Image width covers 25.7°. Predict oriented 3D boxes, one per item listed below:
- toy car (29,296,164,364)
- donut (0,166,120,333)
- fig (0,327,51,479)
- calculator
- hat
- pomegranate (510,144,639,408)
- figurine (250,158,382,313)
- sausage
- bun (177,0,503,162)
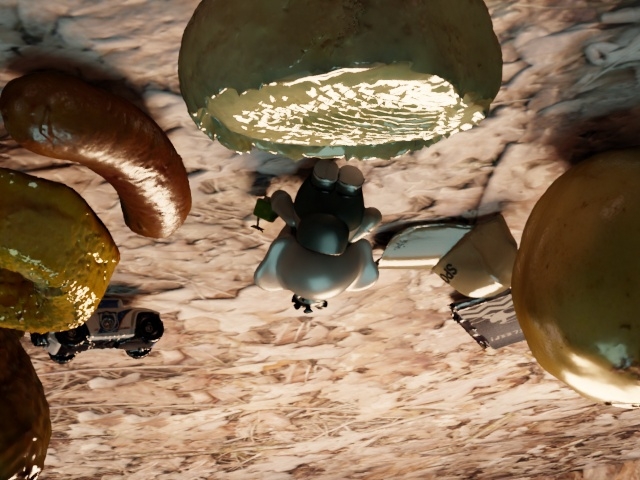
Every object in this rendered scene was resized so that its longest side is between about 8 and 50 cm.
[{"bbox_3d":[-0.290,0.115,1.816,0.171,0.070,0.080,-1,158,-22],"label":"toy car"},{"bbox_3d":[-0.324,0.000,1.410,0.253,0.118,0.253,12,150,7],"label":"donut"},{"bbox_3d":[-0.405,0.145,1.578,0.286,0.368,0.286,13,133,14],"label":"fig"},{"bbox_3d":[0.294,0.112,2.085,0.166,0.028,0.274,-17,159,13],"label":"calculator"},{"bbox_3d":[0.155,0.036,1.756,0.175,0.085,0.147,-5,160,-10],"label":"hat"},{"bbox_3d":[0.378,0.036,1.556,0.333,0.332,0.332,-7,159,-3],"label":"pomegranate"},{"bbox_3d":[0.000,0.000,1.544,0.147,0.126,0.192,8,124,-9],"label":"figurine"},{"bbox_3d":[-0.196,-0.082,1.334,0.103,0.076,0.302,-23,156,8],"label":"sausage"},{"bbox_3d":[0.009,-0.160,1.114,0.259,0.152,0.259,-1,169,0],"label":"bun"}]
